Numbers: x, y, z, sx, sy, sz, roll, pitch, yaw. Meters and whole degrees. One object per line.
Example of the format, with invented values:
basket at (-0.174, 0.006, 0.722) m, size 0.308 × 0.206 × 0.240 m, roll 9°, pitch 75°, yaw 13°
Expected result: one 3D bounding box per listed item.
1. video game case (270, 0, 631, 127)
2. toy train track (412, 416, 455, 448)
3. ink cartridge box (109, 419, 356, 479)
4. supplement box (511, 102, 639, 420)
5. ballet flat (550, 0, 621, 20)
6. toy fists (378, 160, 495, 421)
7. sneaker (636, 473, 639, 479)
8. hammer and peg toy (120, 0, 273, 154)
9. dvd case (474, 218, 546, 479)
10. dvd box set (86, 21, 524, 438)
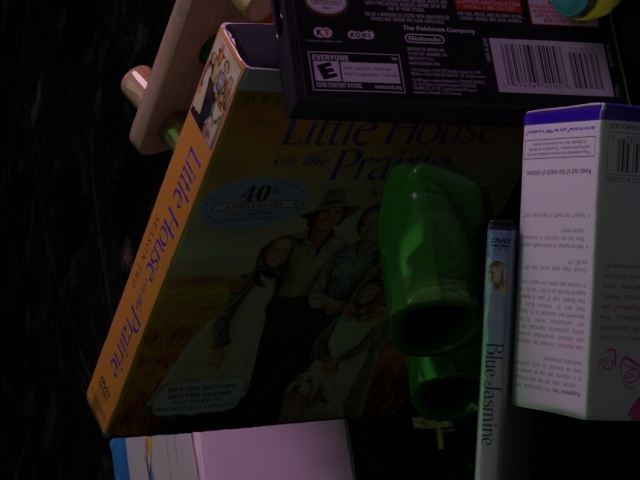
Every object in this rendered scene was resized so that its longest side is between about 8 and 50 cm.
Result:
video game case at (0.092, -0.204, 1.482) m, size 0.035 × 0.275 × 0.248 m, roll 125°, pitch 141°, yaw -59°
toy train track at (0.104, 0.163, 1.725) m, size 0.083 × 0.014 × 0.048 m, roll 163°, pitch 101°, yaw -70°
ink cartridge box at (-0.091, 0.233, 1.952) m, size 0.232 × 0.171 × 0.168 m, roll 128°, pitch 138°, yaw -52°
supplement box at (0.215, 0.017, 1.381) m, size 0.114 × 0.111 × 0.220 m, roll 180°, pitch 94°, yaw -66°
ballet flat at (0.169, -0.275, 1.482) m, size 0.231 × 0.077 × 0.077 m, roll 60°, pitch 146°, yaw 7°
toy fists at (0.102, 0.034, 1.532) m, size 0.279 × 0.096 × 0.142 m, roll 67°, pitch -166°, yaw -63°
sneaker at (0.236, 0.268, 1.343) m, size 0.098 × 0.083 × 0.223 m, roll -60°, pitch 35°, yaw 36°
hammer and peg toy at (-0.023, -0.239, 1.793) m, size 0.127 × 0.266 × 0.361 m, roll 49°, pitch 134°, yaw 27°
dvd case at (0.151, 0.112, 1.484) m, size 0.180 × 0.022 × 0.253 m, roll 5°, pitch -92°, yaw -72°
dvd box set at (0.000, 0.000, 1.623) m, size 0.062 × 0.308 × 0.420 m, roll 62°, pitch 141°, yaw 38°
